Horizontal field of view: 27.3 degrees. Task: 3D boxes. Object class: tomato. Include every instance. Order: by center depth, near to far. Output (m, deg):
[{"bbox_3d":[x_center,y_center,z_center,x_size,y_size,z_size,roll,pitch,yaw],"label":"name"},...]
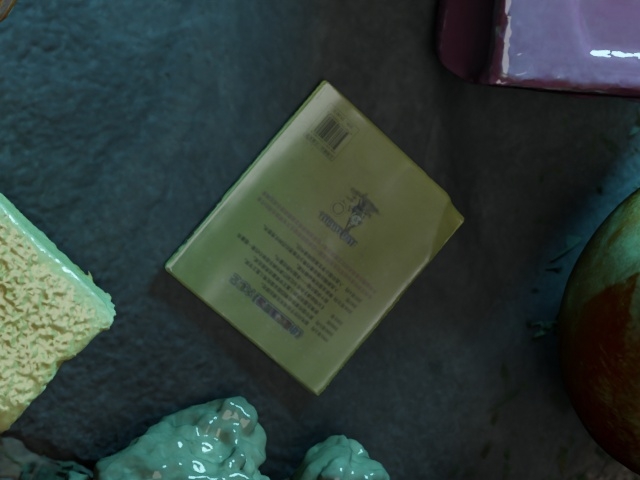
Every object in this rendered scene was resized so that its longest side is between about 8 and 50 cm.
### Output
[{"bbox_3d":[0.316,0.060,1.040,0.270,0.222,0.270,-4,125,-6],"label":"tomato"}]

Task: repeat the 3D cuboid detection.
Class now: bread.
[{"bbox_3d":[-0.249,0.027,0.924,0.125,0.068,0.188,-45,110,-6],"label":"bread"}]

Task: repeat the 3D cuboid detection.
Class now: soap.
[{"bbox_3d":[0.218,-0.286,0.992,0.233,0.128,0.359,2,98,-18],"label":"soap"}]

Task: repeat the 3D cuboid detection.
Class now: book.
[{"bbox_3d":[0.000,0.000,1.031,0.168,0.013,0.192,42,85,-20],"label":"book"}]

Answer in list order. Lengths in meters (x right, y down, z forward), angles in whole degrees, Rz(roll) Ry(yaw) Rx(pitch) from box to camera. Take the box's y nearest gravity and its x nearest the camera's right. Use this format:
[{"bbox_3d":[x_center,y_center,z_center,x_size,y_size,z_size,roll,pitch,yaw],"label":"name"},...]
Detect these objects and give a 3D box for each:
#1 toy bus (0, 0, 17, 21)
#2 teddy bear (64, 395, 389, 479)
[{"bbox_3d":[-0.313,-0.206,0.838,0.265,0.121,0.120,21,102,-22],"label":"toy bus"},{"bbox_3d":[-0.051,0.294,0.972,0.367,0.224,0.357,38,73,-19],"label":"teddy bear"}]
